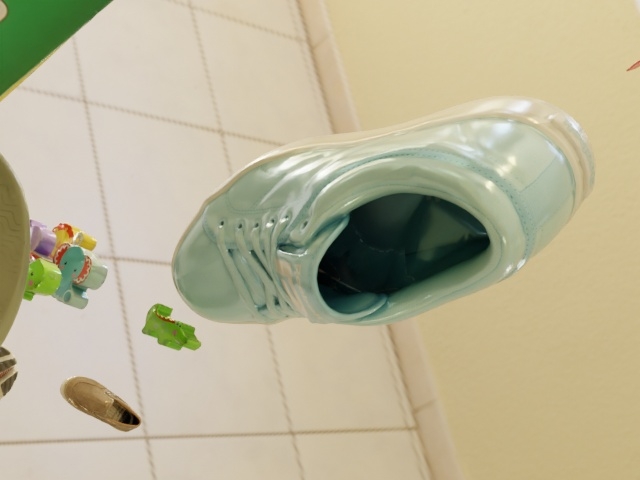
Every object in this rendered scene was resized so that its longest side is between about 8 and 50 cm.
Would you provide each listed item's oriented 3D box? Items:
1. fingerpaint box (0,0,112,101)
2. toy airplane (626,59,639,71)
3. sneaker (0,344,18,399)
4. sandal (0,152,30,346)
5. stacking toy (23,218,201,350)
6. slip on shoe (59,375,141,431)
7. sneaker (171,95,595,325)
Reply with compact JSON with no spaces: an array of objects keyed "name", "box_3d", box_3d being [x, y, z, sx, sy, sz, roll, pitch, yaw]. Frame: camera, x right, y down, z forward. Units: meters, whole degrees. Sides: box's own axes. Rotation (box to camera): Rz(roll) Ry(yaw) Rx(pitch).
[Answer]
[{"name":"fingerpaint box","box_3d":[-0.307,-0.293,0.490,0.445,0.163,0.371,49,-2,-34]},{"name":"toy airplane","box_3d":[0.319,-0.170,0.875,0.151,0.151,0.028,-27,84,-51]},{"name":"sneaker","box_3d":[-0.491,0.172,1.184,0.279,0.118,0.107,-22,120,-23]},{"name":"sandal","box_3d":[-0.216,0.050,0.467,0.120,0.086,0.302,40,41,-16]},{"name":"stacking toy","box_3d":[-0.212,0.014,0.825,0.167,0.221,0.052,28,88,-49]},{"name":"slip on shoe","box_3d":[-0.327,0.246,1.556,0.135,0.041,0.051,43,63,-27]},{"name":"sneaker","box_3d":[0.000,0.000,0.723,0.150,0.366,0.135,-39,103,-50]}]
